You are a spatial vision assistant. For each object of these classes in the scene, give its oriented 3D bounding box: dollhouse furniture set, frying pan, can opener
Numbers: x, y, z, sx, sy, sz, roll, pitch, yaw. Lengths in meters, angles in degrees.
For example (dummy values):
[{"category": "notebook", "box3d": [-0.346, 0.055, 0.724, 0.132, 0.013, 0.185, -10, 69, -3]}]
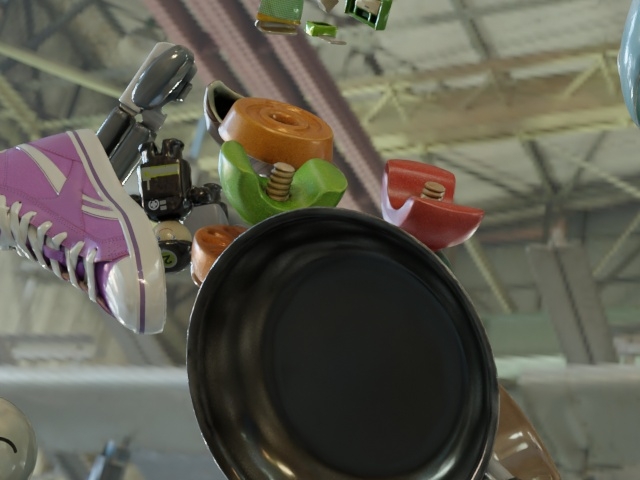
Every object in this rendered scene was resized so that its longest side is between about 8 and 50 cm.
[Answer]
[{"category": "dollhouse furniture set", "box3d": [0.004, -0.259, 1.534, 0.152, 0.076, 0.058, -4, 28, -42]}, {"category": "frying pan", "box3d": [0.068, 0.092, 0.743, 0.326, 0.197, 0.053, 15, 16, 26]}, {"category": "can opener", "box3d": [-0.266, -0.149, 1.849, 0.074, 0.280, 0.093, 36, 6, 18]}]

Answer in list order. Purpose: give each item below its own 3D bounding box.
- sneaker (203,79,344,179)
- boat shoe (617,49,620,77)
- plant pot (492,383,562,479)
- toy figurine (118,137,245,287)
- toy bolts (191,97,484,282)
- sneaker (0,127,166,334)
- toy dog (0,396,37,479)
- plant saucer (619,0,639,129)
[{"category": "sneaker", "box3d": [-0.055, -0.099, 1.395, 0.188, 0.066, 0.071, 32, -24, 33]}, {"category": "boat shoe", "box3d": [0.467, -0.097, 1.576, 0.340, 0.127, 0.113, 46, -10, 24]}, {"category": "plant pot", "box3d": [0.031, 0.237, 1.017, 0.229, 0.263, 0.263, -18, -23, -25]}, {"category": "toy figurine", "box3d": [-0.153, -0.015, 1.588, 0.210, 0.148, 0.213, 4, -18, -38]}, {"category": "toy bolts", "box3d": [0.000, 0.000, 1.154, 0.229, 0.218, 0.158, 13, -68, -15]}, {"category": "sneaker", "box3d": [-0.248, 0.004, 1.269, 0.161, 0.282, 0.102, -12, -53, -24]}, {"category": "toy dog", "box3d": [-0.224, 0.272, 0.803, 0.220, 0.161, 0.333, -17, -60, -17]}, {"category": "plant saucer", "box3d": [0.359, -0.242, 1.233, 0.044, 0.317, 0.317, 35, -24, 25]}]
